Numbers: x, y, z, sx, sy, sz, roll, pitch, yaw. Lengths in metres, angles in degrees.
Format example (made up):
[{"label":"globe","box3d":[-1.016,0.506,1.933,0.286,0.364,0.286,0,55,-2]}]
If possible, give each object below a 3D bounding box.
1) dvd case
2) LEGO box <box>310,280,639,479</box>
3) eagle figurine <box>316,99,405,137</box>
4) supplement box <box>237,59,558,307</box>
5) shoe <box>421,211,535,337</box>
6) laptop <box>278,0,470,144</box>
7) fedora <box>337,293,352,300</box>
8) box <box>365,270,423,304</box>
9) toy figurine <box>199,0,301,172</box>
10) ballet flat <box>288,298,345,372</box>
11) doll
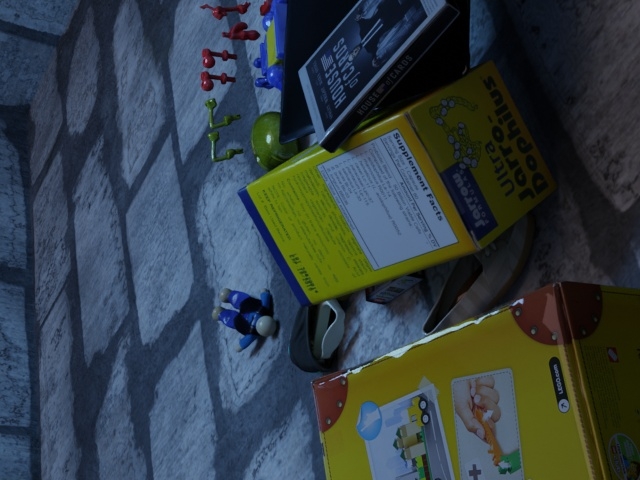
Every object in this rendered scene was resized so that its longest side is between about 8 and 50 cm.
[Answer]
[{"label":"dvd case","box3d":[0.066,-0.244,1.542,0.238,0.030,0.179,-46,33,23]},{"label":"LEGO box","box3d":[0.209,0.334,1.241,0.372,0.193,0.500,-28,64,44]},{"label":"eagle figurine","box3d":[0.066,-0.232,1.966,0.226,0.225,0.298,-29,1,9]},{"label":"supplement box","box3d":[0.096,-0.068,1.649,0.356,0.195,0.194,-20,101,49]},{"label":"shoe","box3d":[0.207,0.048,1.626,0.219,0.058,0.076,-59,30,4]},{"label":"laptop","box3d":[0.147,-0.350,1.732,0.382,0.408,0.236,-14,103,50]},{"label":"fedora","box3d":[0.000,0.000,1.879,0.079,0.194,0.194,-8,67,23]},{"label":"box","box3d":[0.109,-0.017,1.904,0.114,0.036,0.207,-39,46,51]},{"label":"toy figurine","box3d":[-0.094,-0.328,2.234,0.217,0.191,0.362,136,136,-57]},{"label":"ballet flat","box3d":[0.017,0.083,1.990,0.096,0.095,0.280,25,111,53]},{"label":"doll","box3d":[-0.135,0.145,2.288,0.189,0.046,0.129,16,84,57]}]
